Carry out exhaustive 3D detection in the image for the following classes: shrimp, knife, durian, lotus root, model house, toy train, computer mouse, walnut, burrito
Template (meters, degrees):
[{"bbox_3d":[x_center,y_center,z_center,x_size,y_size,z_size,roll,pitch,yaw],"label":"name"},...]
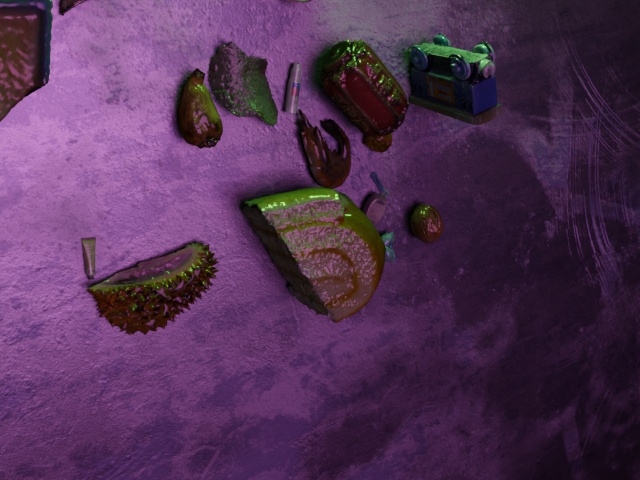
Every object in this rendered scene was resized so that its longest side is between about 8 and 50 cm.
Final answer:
[{"bbox_3d":[0.023,-0.261,1.984,0.145,0.059,0.254,-30,118,-23],"label":"shrimp"},{"bbox_3d":[0.176,-0.162,2.131,0.027,0.010,0.096,-43,121,-14],"label":"knife"},{"bbox_3d":[-0.395,0.139,1.819,0.341,0.112,0.191,-22,112,-26],"label":"durian"},{"bbox_3d":[-0.297,-0.320,1.761,0.108,0.094,0.191,-24,108,-49],"label":"lotus root"},{"bbox_3d":[-0.722,-0.396,1.370,0.382,0.334,0.343,44,70,-27],"label":"model house"},{"bbox_3d":[0.367,-0.449,1.997,0.131,0.299,0.202,-28,125,-22],"label":"toy train"},{"bbox_3d":[0.154,-0.093,2.122,0.066,0.039,0.096,19,102,-33],"label":"computer mouse"},{"bbox_3d":[0.325,-0.052,2.202,0.105,0.105,0.125,-19,98,-25],"label":"walnut"},{"bbox_3d":[-0.517,-0.552,1.585,0.149,0.041,0.055,-37,133,-17],"label":"burrito"}]

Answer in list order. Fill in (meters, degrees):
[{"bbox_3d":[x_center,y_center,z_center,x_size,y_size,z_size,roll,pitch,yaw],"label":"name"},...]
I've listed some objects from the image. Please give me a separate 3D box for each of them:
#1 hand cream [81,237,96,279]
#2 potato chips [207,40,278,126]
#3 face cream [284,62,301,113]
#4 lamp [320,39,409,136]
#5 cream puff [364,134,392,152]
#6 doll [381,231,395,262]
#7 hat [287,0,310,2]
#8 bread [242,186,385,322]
[{"bbox_3d":[-0.558,0.044,1.750,0.035,0.022,0.102,-6,102,-29],"label":"hand cream"},{"bbox_3d":[-0.179,-0.386,1.828,0.228,0.059,0.167,21,84,-34],"label":"potato chips"},{"bbox_3d":[-0.071,-0.401,1.900,0.034,0.034,0.130,2,102,-31],"label":"face cream"},{"bbox_3d":[0.120,-0.404,1.930,0.177,0.177,0.274,-50,122,-9],"label":"lamp"},{"bbox_3d":[0.170,-0.283,2.059,0.083,0.058,0.083,-32,140,-10],"label":"cream puff"},{"bbox_3d":[0.155,0.027,2.146,0.158,0.059,0.159,36,83,-31],"label":"doll"},{"bbox_3d":[-0.039,-0.717,1.807,0.225,0.164,0.219,-20,126,19],"label":"hat"},{"bbox_3d":[0.000,-0.009,1.930,0.264,0.239,0.395,-35,116,-13],"label":"bread"}]
